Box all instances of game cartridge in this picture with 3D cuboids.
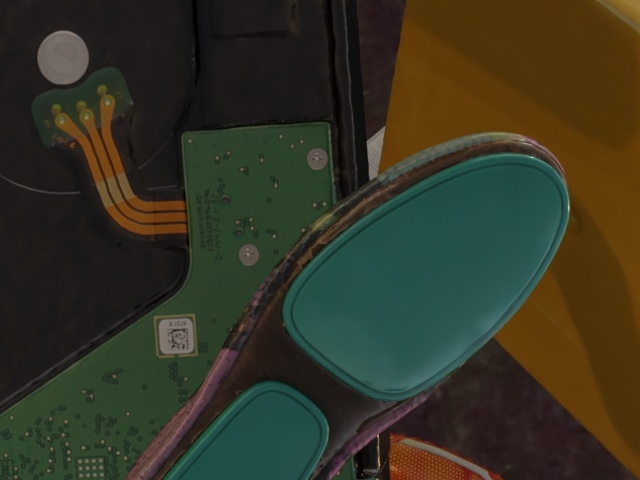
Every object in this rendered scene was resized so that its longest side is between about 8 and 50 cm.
[{"bbox_3d":[0.160,-0.022,0.822,0.052,0.285,0.324,-25,55,-27],"label":"game cartridge"}]

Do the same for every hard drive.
[{"bbox_3d":[-0.096,-0.023,0.600,0.064,0.236,0.339,-8,93,-82],"label":"hard drive"}]

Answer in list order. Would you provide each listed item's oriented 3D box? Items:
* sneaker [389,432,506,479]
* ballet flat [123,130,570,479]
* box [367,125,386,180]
[{"bbox_3d":[0.079,0.164,0.728,0.175,0.064,0.067,47,59,-20],"label":"sneaker"},{"bbox_3d":[-0.004,0.044,0.507,0.077,0.079,0.221,40,91,-15],"label":"ballet flat"},{"bbox_3d":[0.000,0.000,1.450,0.322,0.232,0.058,-39,79,-20],"label":"box"}]
